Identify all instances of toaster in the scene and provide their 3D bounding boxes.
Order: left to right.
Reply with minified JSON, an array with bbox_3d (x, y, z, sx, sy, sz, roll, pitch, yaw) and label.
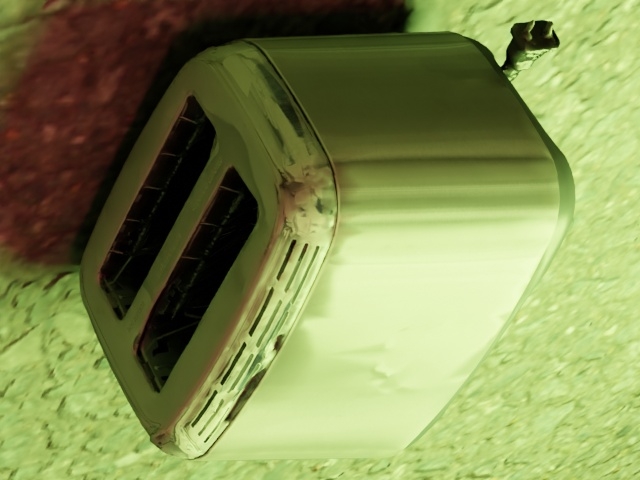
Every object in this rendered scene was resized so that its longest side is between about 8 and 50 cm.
[{"bbox_3d":[0.000,0.000,0.803,0.146,0.129,0.227,-3,140,-38],"label":"toaster"}]
